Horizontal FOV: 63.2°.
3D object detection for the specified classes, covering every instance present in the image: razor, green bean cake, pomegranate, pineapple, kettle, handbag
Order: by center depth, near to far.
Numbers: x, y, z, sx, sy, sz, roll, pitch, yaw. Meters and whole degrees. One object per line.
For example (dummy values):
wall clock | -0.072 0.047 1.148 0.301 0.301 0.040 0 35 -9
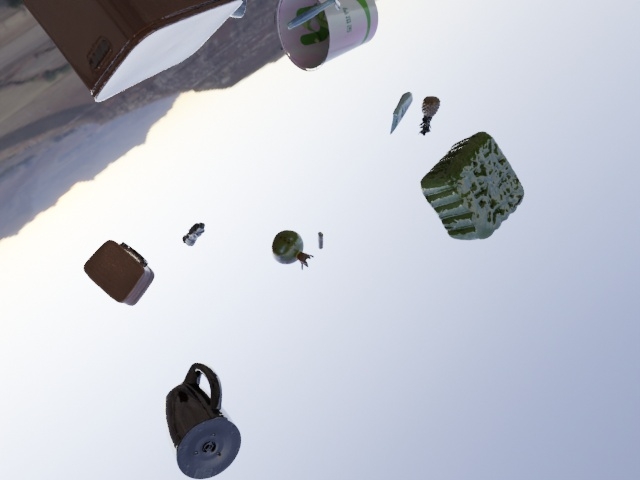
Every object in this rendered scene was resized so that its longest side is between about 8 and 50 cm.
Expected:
kettle | -0.288 0.400 1.208 0.232 0.144 0.202 24 -79 57
razor | -0.020 -0.549 1.255 0.135 0.040 0.068 -25 -174 16
green bean cake | 0.386 -0.132 1.317 0.248 0.222 0.125 -42 -166 -29
pineapple | 0.322 -0.364 1.544 0.058 0.124 0.058 0 -138 0
handbag | -0.603 0.091 1.567 0.151 0.193 0.072 -54 161 -5
pomegranate | -0.101 0.035 1.851 0.129 0.159 0.129 -55 -174 9

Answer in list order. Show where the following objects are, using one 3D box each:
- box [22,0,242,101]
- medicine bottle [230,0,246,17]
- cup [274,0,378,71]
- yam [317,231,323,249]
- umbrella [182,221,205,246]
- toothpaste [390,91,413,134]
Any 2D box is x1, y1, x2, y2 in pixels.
box | -0.371 -0.479 1.043 0.239 0.229 0.339 -28 -164 41
medicine bottle | -0.369 -0.726 1.526 0.293 0.141 0.141 -3 -171 -26
cup | 0.033 -0.706 1.683 0.274 0.253 0.253 -30 -163 -32
yam | 0.000 0.000 2.533 0.032 0.032 0.145 -44 161 -20
umbrella | -0.573 -0.032 2.382 0.235 0.066 0.059 -31 -139 53
toothpaste | 0.294 -0.479 1.901 0.048 0.075 0.297 14 -141 13
